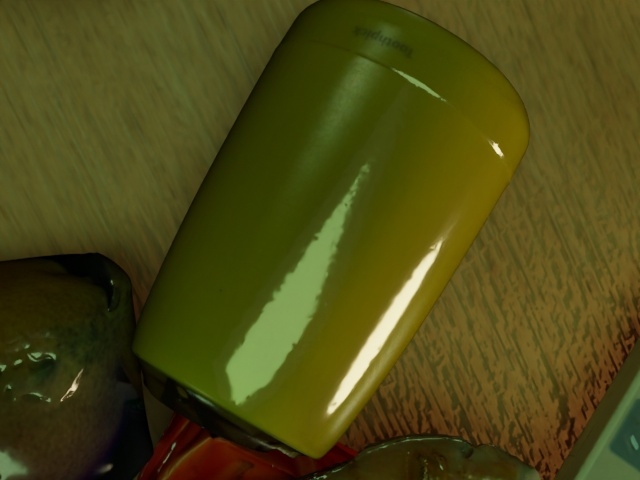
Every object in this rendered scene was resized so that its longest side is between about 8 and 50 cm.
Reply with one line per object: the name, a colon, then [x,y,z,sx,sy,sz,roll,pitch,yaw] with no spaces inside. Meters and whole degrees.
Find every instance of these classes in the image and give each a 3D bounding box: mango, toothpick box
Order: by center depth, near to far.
toothpick box: [0.000,0.000,0.644,0.175,0.175,0.271,31,81,-7]
mango: [-0.253,0.103,0.655,0.287,0.201,0.153,-2,116,7]

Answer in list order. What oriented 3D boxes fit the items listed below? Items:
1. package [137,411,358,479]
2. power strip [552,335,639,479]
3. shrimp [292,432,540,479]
package: [0.042,0.274,0.723,0.423,0.123,0.196,26,96,-7]
power strip: [0.278,0.095,0.721,0.106,0.043,0.367,35,79,-2]
shrimp: [0.022,0.196,0.629,0.294,0.062,0.154,5,79,-10]
